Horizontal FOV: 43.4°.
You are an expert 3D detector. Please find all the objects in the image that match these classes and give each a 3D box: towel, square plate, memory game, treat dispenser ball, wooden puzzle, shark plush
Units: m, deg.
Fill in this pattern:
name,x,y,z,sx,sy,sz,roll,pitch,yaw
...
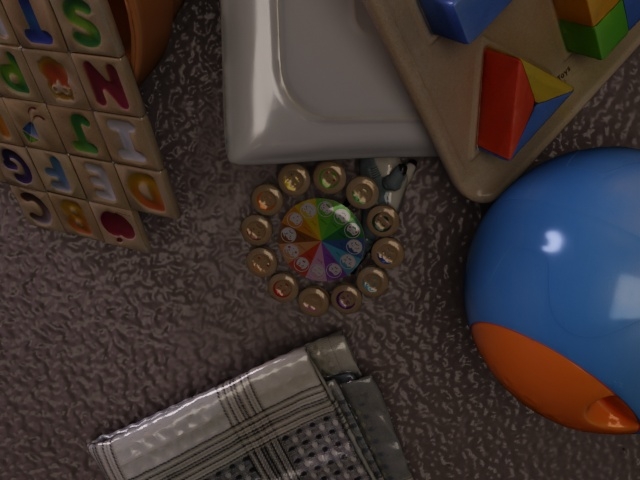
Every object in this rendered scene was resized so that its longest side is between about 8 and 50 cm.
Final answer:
name,x,y,z,sx,sy,sz,roll,pitch,yaw
towel,-0.052,0.295,0.923,0.324,0.056,0.312,-25,102,-2
square plate,0.063,-0.255,0.811,0.344,0.049,0.347,-5,97,-28
memory game,0.000,0.000,0.892,0.186,0.012,0.186,4,110,10
treat dispenser ball,0.290,0.049,0.812,0.288,0.288,0.288,-1,97,-5
wooden puzzle,0.206,-0.244,0.773,0.322,0.080,0.348,-46,131,-10
shark plush,0.059,-0.042,0.917,0.067,0.073,0.161,19,117,12

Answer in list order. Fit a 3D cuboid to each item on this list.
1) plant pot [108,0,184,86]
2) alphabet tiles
name,x,y,z,sx,sy,sz,roll,pitch,yaw
plant pot,-0.228,-0.284,0.735,0.291,0.291,0.203,42,51,-8
alphabet tiles,-0.275,-0.132,0.750,0.285,0.011,0.342,12,136,26
